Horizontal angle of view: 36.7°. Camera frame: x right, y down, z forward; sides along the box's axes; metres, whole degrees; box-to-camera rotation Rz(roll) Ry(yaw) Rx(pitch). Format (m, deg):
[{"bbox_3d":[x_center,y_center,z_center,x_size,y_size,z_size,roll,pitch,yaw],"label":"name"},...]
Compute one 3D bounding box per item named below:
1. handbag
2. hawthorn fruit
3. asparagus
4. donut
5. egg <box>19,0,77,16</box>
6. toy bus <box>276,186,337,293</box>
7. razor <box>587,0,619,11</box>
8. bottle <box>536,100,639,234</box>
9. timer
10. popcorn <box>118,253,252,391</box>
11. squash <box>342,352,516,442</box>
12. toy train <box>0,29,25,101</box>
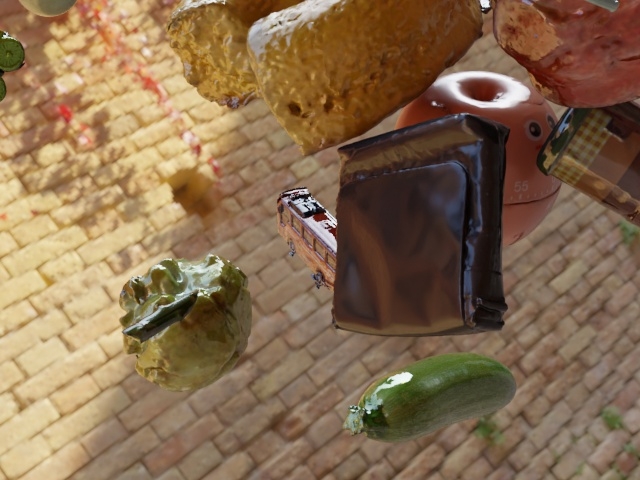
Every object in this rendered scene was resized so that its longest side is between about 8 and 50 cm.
[{"bbox_3d":[0.106,-0.009,1.022,0.080,0.222,0.247,6,-8,-34],"label":"handbag"},{"bbox_3d":[0.294,-0.253,0.896,0.272,0.241,0.242,-18,5,34],"label":"hawthorn fruit"},{"bbox_3d":[-0.166,0.081,1.030,0.108,0.025,0.021,-32,-54,-42],"label":"asparagus"},{"bbox_3d":[0.003,-0.307,1.288,0.378,0.163,0.435,-41,34,-19],"label":"donut"},{"bbox_3d":[-0.439,-0.424,1.549,0.114,0.114,0.152,-34,-4,-25],"label":"egg"},{"bbox_3d":[0.000,0.000,1.529,0.074,0.235,0.096,-15,-54,-22],"label":"toy bus"},{"bbox_3d":[0.194,-0.262,0.677,0.037,0.191,0.068,-1,-3,44],"label":"razor"},{"bbox_3d":[0.390,-0.066,1.103,0.156,0.271,0.143,-57,-9,6],"label":"bottle"},{"bbox_3d":[0.208,-0.107,1.285,0.230,0.230,0.214,-31,-50,-41],"label":"timer"},{"bbox_3d":[-0.196,0.125,1.454,0.221,0.184,0.204,-40,-35,-58],"label":"popcorn"},{"bbox_3d":[0.166,0.222,1.397,0.395,0.107,0.107,-4,-32,-51],"label":"squash"},{"bbox_3d":[-0.418,-0.131,1.089,0.085,0.053,0.249,24,-87,-45],"label":"toy train"}]
